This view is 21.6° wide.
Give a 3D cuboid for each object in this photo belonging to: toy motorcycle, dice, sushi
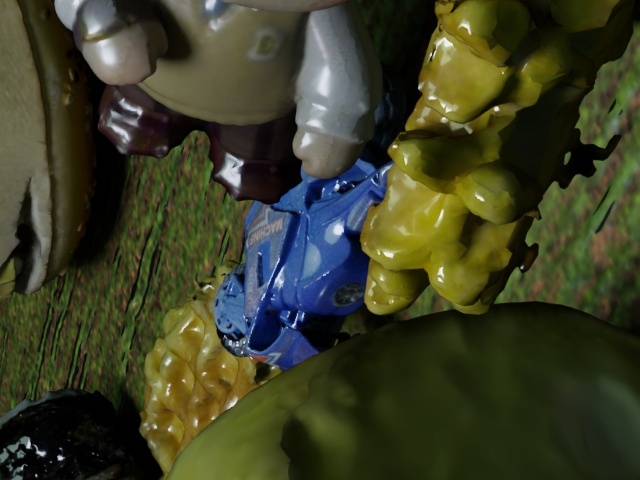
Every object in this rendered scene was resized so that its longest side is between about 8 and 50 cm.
[{"bbox_3d":[0.000,0.000,0.928,0.205,0.076,0.114,-59,42,27],"label":"toy motorcycle"},{"bbox_3d":[0.064,0.185,0.731,0.238,0.233,0.227,63,145,30],"label":"dice"},{"bbox_3d":[-0.214,0.217,1.281,0.115,0.147,0.212,59,138,34],"label":"sushi"}]

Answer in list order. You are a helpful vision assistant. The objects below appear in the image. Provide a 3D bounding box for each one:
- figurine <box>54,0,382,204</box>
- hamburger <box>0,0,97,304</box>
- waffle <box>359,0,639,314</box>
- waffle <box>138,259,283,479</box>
[{"bbox_3d":[-0.040,-0.139,0.718,0.218,0.206,0.365,33,135,9],"label":"figurine"},{"bbox_3d":[-0.273,-0.094,1.275,0.300,0.176,0.300,18,111,57],"label":"hamburger"},{"bbox_3d":[0.104,-0.121,0.595,0.069,0.293,0.260,23,137,8],"label":"waffle"},{"bbox_3d":[-0.031,0.153,1.052,0.301,0.058,0.282,18,112,55],"label":"waffle"}]
